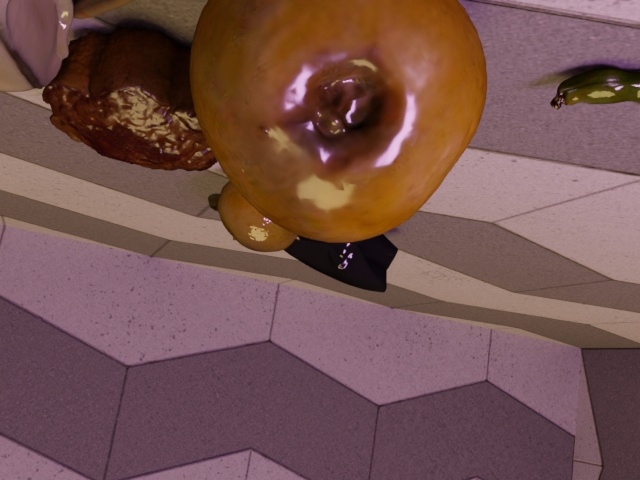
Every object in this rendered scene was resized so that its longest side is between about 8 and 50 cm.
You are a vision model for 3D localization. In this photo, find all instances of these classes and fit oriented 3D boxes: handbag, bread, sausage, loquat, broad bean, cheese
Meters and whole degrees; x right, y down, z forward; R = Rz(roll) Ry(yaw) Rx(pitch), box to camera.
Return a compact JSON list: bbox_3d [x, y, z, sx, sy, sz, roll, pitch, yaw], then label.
[{"bbox_3d":[0.000,0.000,1.509,0.287,0.152,0.342,14,170,23],"label":"handbag"},{"bbox_3d":[-0.237,-0.175,0.890,0.232,0.135,0.246,21,163,-41],"label":"bread"},{"bbox_3d":[-0.236,-0.264,0.753,0.132,0.024,0.024,-2,163,38],"label":"sausage"},{"bbox_3d":[0.018,-0.140,0.641,0.274,0.275,0.275,9,167,2],"label":"loquat"},{"bbox_3d":[0.385,-0.156,0.740,0.256,0.053,0.052,7,-155,11],"label":"broad bean"},{"bbox_3d":[-0.385,-0.246,0.694,0.233,0.127,0.266,9,171,-4],"label":"cheese"},{"bbox_3d":[-0.122,-0.058,1.309,0.204,0.150,0.172,17,175,19],"label":"loquat"}]
